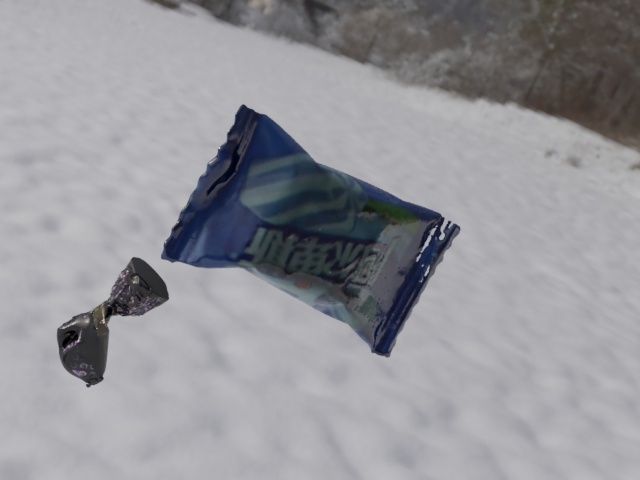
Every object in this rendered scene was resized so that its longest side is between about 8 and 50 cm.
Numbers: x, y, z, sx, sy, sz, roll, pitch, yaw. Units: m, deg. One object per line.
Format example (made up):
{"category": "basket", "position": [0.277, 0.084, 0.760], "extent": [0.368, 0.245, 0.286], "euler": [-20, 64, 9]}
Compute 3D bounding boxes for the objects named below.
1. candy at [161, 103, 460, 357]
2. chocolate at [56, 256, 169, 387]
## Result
{"category": "candy", "position": [0.000, 0.000, 1.232], "extent": [0.331, 0.187, 0.077], "euler": [28, -1, -36]}
{"category": "chocolate", "position": [-0.230, 0.088, 1.217], "extent": [0.072, 0.147, 0.070], "euler": [43, 6, 8]}
